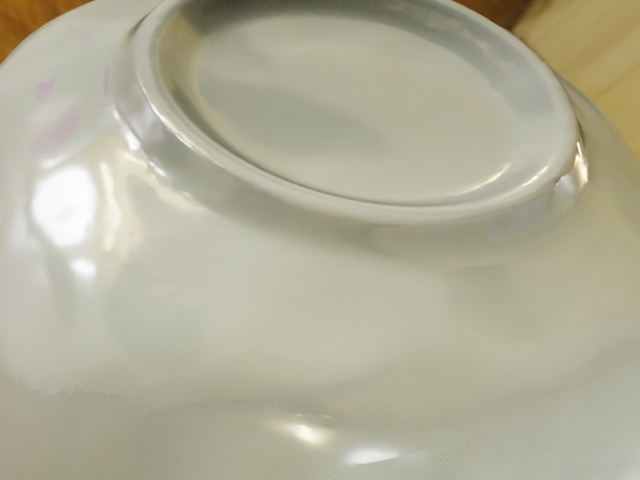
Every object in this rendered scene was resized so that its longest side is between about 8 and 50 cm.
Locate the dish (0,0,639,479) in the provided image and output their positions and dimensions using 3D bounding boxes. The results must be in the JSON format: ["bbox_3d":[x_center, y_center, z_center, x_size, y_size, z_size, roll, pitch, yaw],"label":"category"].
[{"bbox_3d":[0.000,0.000,0.534,0.256,0.117,0.256,10,36,-7],"label":"dish"}]
